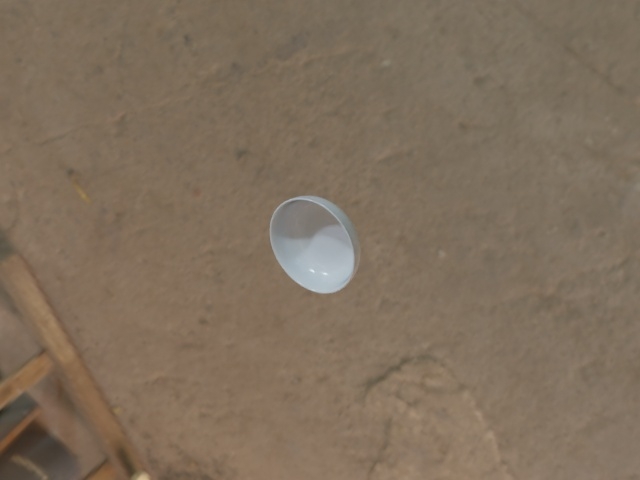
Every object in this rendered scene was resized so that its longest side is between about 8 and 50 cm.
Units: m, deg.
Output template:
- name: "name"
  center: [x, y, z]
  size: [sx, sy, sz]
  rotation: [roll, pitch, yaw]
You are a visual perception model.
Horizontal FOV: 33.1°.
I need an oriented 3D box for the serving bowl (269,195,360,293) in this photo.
- name: "serving bowl"
  center: [0.000, 0.000, 0.865]
  size: [0.083, 0.027, 0.083]
  rotation: [18, 123, 30]
